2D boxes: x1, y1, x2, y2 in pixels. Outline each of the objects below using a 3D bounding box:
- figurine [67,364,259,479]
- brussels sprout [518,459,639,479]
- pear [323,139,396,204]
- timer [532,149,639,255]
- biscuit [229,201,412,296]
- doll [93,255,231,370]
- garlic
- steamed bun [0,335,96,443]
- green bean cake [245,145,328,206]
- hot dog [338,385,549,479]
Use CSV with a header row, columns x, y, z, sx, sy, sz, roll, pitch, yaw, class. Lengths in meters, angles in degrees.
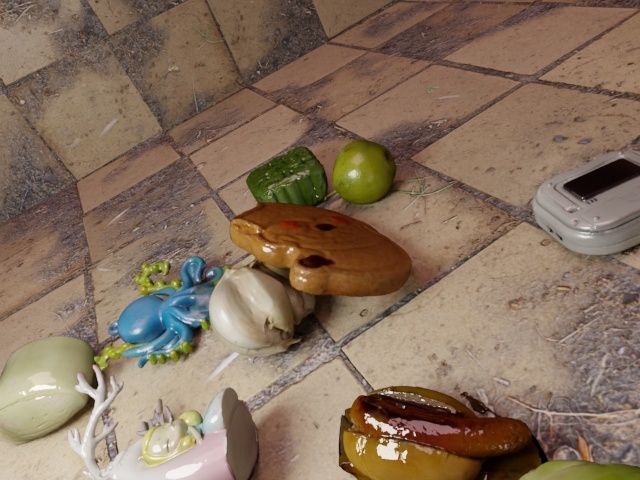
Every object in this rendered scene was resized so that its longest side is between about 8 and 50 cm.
x,y,z,sx,sy,sz,roll,pitch,yaw,class
-0.281,0.355,0.943,0.316,0.206,0.284,-17,39,3,figurine
0.284,0.368,0.473,0.345,0.268,0.344,-23,11,5,brussels sprout
0.098,-0.174,1.447,0.216,0.166,0.180,-35,40,29,pear
0.570,-0.083,1.045,0.262,0.087,0.237,-25,32,1,timer
0.000,-0.001,1.188,0.350,0.078,0.455,-3,23,-42,biscuit
-0.370,0.180,1.332,0.342,0.098,0.345,-11,41,2,doll
-0.124,0.149,1.117,0.184,0.203,0.281,-51,-7,15,garlic
-0.644,0.335,1.207,0.250,0.154,0.200,-33,32,15,steamed bun
-0.095,-0.169,1.584,0.222,0.124,0.248,-29,33,-5,green bean cake
0.160,0.282,0.796,0.327,0.107,0.194,-12,35,20,hot dog
